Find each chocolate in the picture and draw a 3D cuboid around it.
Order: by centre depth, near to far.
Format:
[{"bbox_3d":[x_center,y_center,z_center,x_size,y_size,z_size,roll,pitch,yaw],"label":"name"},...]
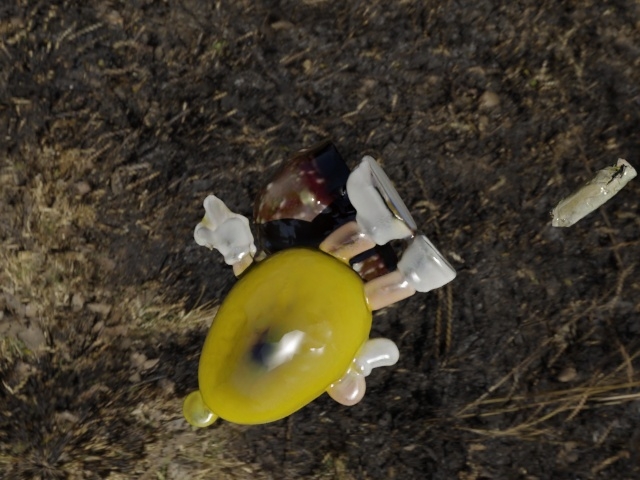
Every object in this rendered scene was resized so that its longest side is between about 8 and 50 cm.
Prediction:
[{"bbox_3d":[0.000,0.000,1.350,0.210,0.340,0.225,-28,42,3],"label":"chocolate"}]

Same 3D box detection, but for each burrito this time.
[{"bbox_3d":[0.515,-0.088,1.446,0.045,0.188,0.058,15,44,-39],"label":"burrito"}]

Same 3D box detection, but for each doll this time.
[{"bbox_3d":[-0.017,0.074,1.093,0.423,0.161,0.348,-12,80,11],"label":"doll"}]
